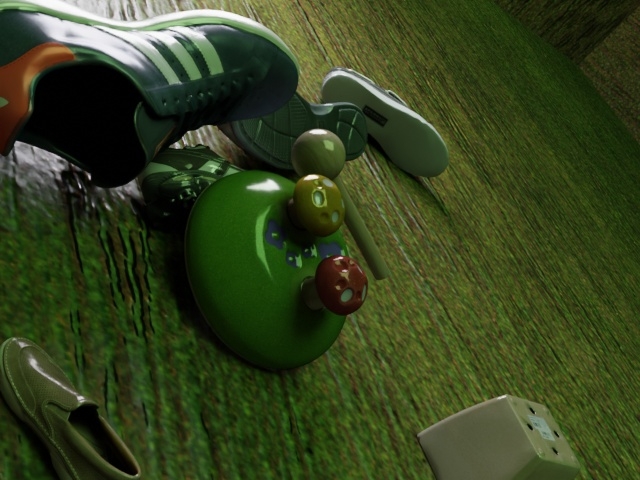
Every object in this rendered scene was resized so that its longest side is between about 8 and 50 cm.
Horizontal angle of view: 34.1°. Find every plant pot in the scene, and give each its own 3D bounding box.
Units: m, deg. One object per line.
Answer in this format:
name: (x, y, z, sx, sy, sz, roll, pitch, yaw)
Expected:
plant pot: (0.177, 0.207, 0.984, 0.109, 0.096, 0.109, 21, 33, -42)

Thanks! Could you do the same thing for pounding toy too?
pounding toy: (0.000, 0.000, 0.919, 0.237, 0.110, 0.183, -41, 104, -48)

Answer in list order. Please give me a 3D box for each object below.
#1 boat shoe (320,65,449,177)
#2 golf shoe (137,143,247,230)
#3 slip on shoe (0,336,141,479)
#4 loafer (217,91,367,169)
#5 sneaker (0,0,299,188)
boat shoe: (0.099, -0.178, 1.511, 0.219, 0.078, 0.070, 38, 26, -11)
golf shoe: (-0.094, -0.055, 1.002, 0.198, 0.077, 0.094, 13, 39, -52)
slip on shoe: (-0.160, 0.112, 0.664, 0.051, 0.041, 0.135, 4, 46, -56)
loafer: (-0.044, -0.128, 1.222, 0.267, 0.084, 0.096, 1, 91, -56)
sneaker: (-0.144, -0.114, 0.892, 0.350, 0.131, 0.148, -4, 53, -41)
